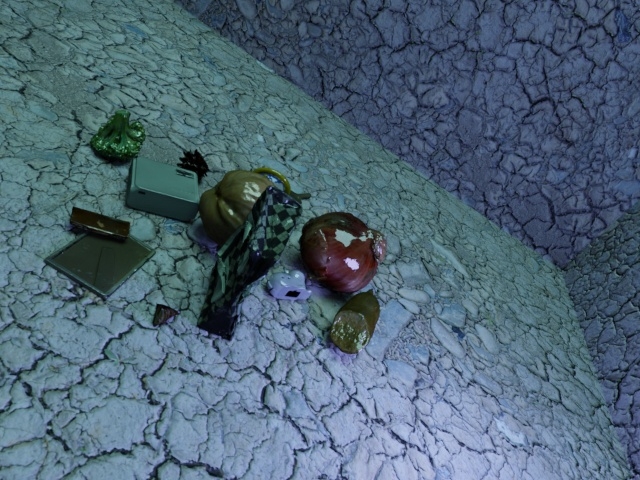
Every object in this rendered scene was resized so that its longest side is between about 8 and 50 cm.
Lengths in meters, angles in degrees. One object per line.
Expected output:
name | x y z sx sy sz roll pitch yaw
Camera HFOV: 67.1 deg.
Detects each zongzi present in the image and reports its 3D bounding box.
zongzi | -0.451 0.214 1.428 0.074 0.067 0.083 16 18 -18

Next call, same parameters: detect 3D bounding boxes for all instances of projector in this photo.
projector | -0.582 -0.190 1.792 0.250 0.108 0.198 14 38 -30

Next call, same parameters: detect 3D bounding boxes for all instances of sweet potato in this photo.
sweet potato | 0.145 0.292 1.820 0.158 0.158 0.370 40 24 6

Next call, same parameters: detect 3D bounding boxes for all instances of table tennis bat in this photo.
table tennis bat | -0.130 -0.210 2.343 0.234 0.022 0.131 -11 53 -47

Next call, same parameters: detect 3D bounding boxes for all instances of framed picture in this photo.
framed picture | -0.660 0.047 1.481 0.209 0.019 0.281 34 31 -3

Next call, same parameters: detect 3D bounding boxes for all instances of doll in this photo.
doll | -0.195 -0.201 2.130 0.311 0.159 0.242 33 30 -11

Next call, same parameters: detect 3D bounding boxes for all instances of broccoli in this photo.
broccoli | -0.756 -0.409 1.837 0.194 0.194 0.220 43 38 12

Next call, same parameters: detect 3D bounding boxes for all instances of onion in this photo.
onion | 0.076 0.048 1.937 0.354 0.353 0.353 25 33 -17

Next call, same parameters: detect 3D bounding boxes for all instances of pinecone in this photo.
pinecone | -0.527 -0.305 1.985 0.121 0.140 0.140 -37 73 -24

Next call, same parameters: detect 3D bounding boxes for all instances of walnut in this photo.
walnut | -0.263 -0.089 1.779 0.344 0.306 0.306 43 22 -37

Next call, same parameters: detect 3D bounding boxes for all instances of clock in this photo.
clock | -0.125 0.153 1.796 0.176 0.080 0.117 11 39 -36

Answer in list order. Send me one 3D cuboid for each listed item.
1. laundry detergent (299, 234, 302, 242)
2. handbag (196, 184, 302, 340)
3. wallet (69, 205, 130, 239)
laundry detergent | 0.001 -0.001 2.144 0.206 0.061 0.096 -10 51 -50
handbag | -0.226 0.076 1.479 0.180 0.416 0.316 29 34 -14
wallet | -0.698 -0.053 1.533 0.176 0.026 0.095 19 28 -30
